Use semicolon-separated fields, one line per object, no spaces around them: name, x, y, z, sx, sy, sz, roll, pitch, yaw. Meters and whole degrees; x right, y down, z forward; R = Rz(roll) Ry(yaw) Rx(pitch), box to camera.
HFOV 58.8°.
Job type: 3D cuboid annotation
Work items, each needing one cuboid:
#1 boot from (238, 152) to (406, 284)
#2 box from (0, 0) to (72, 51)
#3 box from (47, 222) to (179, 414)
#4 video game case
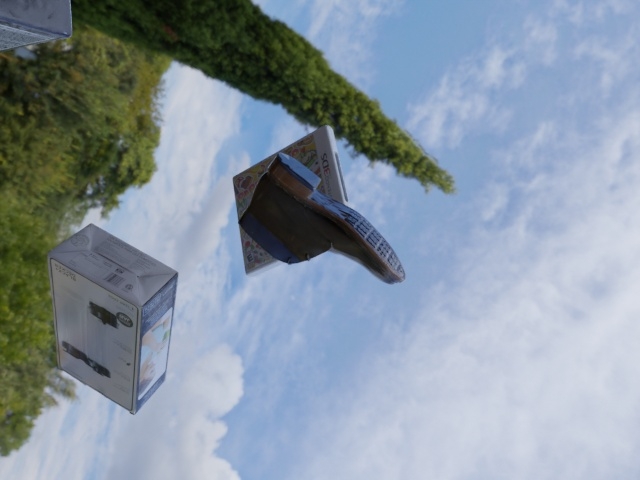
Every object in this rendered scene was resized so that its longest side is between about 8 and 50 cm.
boot;0.000;0.000;0.716;0.106;0.219;0.082;-47;179;20
box;-0.570;-0.379;0.786;0.294;0.296;0.182;0;-86;28
box;-0.329;0.133;0.901;0.087;0.169;0.289;-52;165;-48
video game case;-0.056;-0.068;1.006;0.227;0.026;0.206;-24;-116;28
